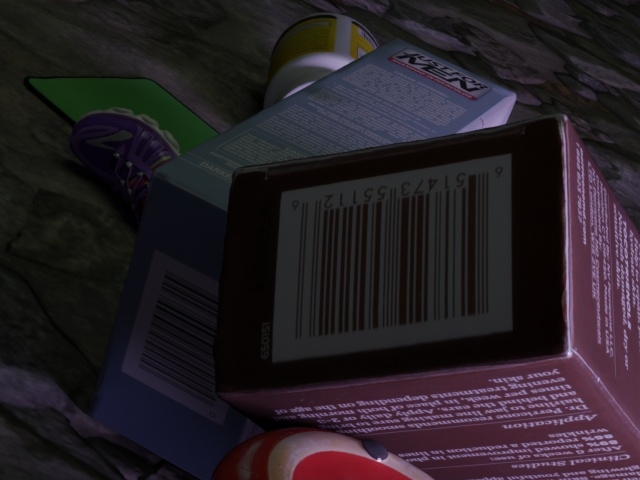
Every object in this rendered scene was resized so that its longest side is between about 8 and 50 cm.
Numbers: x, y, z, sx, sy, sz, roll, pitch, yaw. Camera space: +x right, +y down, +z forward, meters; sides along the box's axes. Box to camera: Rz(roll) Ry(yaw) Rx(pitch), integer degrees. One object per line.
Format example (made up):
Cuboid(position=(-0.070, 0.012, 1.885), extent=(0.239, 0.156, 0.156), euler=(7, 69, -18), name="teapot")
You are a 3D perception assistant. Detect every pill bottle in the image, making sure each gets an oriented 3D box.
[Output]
Cuboid(position=(0.004, -0.143, 1.692), extent=(0.119, 0.119, 0.208), euler=(26, 21, -9), name="pill bottle")

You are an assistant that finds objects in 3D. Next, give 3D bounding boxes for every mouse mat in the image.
Cuboid(position=(-0.163, -0.107, 1.551), extent=(0.152, 0.007, 0.189), euler=(39, 24, 23), name="mouse mat")

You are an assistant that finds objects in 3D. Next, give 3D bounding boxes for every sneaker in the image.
Cuboid(position=(-0.136, -0.045, 1.369), extent=(0.170, 0.068, 0.071), euler=(35, 28, 12), name="sneaker")

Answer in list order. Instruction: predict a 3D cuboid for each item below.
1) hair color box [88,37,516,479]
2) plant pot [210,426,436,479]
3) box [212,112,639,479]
Cuboid(position=(0.000, 0.000, 1.188), extent=(0.113, 0.185, 0.374), euler=(27, 28, 16), name="hair color box")
Cuboid(position=(-0.005, 0.203, 0.832), extent=(0.191, 0.174, 0.191), euler=(26, 24, -12), name="plant pot")
Cuboid(position=(0.110, 0.082, 0.985), extent=(0.381, 0.191, 0.143), euler=(48, 40, -54), name="box")
